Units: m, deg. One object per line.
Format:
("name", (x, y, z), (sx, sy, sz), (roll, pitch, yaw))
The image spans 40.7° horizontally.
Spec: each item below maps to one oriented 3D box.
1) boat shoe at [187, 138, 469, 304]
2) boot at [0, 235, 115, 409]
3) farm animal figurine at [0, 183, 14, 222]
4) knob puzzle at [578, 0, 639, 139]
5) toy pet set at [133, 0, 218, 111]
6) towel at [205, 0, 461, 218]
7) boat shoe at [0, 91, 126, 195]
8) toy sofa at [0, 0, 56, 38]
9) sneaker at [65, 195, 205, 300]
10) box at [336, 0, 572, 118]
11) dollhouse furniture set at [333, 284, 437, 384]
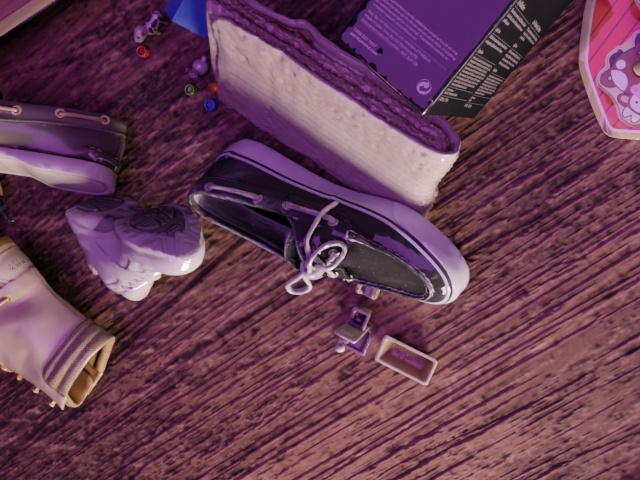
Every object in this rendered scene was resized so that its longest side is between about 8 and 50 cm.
("boat shoe", (0.000, -0.003, 0.896), (0.306, 0.105, 0.113), (31, 144, 14))
("boot", (-0.385, 0.149, 1.078), (0.203, 0.095, 0.262), (40, 113, 3))
("farm animal figurine", (-0.589, -0.069, 1.053), (0.327, 0.330, 0.172), (17, 107, 45))
("knob puzzle", (0.335, -0.180, 0.823), (0.213, 0.030, 0.213), (3, 99, 18))
("toy pet set", (-0.150, -0.223, 0.960), (0.122, 0.065, 0.114), (37, 107, 10))
("towel", (0.006, -0.129, 0.869), (0.282, 0.187, 0.049), (36, 73, 9))
("boat shoe", (-0.378, -0.130, 0.999), (0.305, 0.109, 0.091), (13, 76, -5))
("toy sofa", (-0.333, -0.343, 0.979), (0.363, 0.177, 0.150), (-26, 113, 20))
("sneaker", (-0.200, 0.017, 0.982), (0.232, 0.090, 0.115), (16, 121, 49))
("box", (0.140, -0.209, 0.761), (0.103, 0.261, 0.184), (45, 108, 8))
("dollhouse furniture set", (0.072, 0.104, 0.922), (0.114, 0.081, 0.091), (26, 105, 13))
